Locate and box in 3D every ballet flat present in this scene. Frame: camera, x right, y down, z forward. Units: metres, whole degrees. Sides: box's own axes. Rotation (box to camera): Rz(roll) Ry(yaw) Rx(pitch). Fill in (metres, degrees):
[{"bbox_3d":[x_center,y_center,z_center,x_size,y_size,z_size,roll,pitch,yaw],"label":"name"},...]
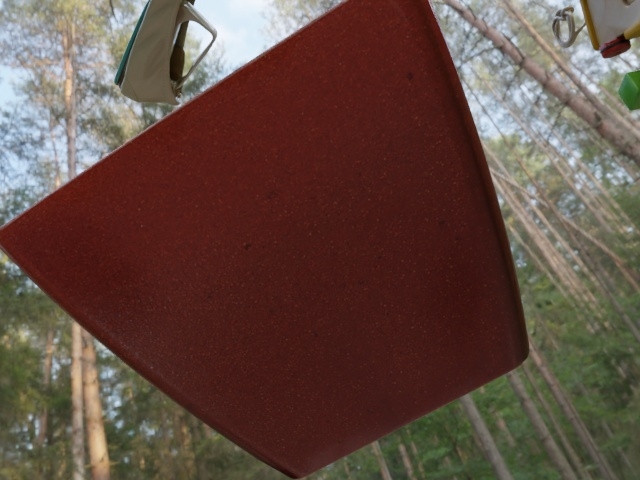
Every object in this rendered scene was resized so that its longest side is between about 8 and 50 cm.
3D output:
[{"bbox_3d":[-0.132,-0.240,0.623,0.086,0.086,0.248,6,-50,-32],"label":"ballet flat"}]

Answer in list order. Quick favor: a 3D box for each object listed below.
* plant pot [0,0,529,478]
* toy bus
[{"bbox_3d":[0.000,0.000,0.459,0.267,0.267,0.236,-31,-81,10],"label":"plant pot"},{"bbox_3d":[0.311,-0.237,0.562,0.104,0.202,0.191,-13,-46,-4],"label":"toy bus"}]
